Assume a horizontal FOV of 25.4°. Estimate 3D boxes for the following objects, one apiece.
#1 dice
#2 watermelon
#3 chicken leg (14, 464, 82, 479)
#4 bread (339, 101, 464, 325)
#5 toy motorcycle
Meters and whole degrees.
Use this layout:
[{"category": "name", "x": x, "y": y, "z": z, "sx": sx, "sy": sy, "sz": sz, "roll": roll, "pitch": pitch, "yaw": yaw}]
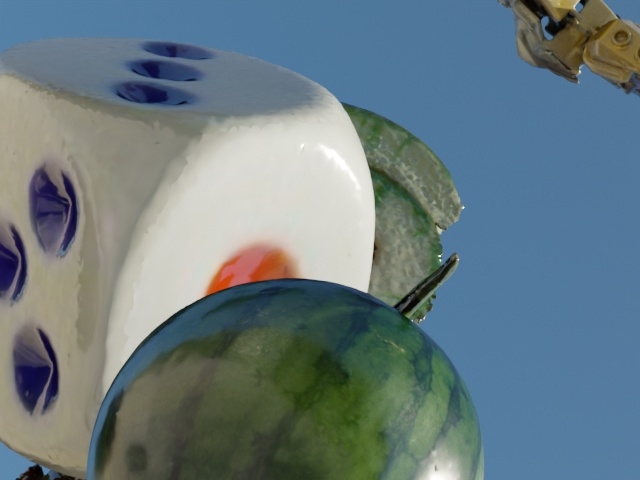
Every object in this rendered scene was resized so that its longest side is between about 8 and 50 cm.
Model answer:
[{"category": "dice", "x": -0.148, "y": 0.005, "z": 1.192, "sx": 0.304, "sy": 0.277, "sz": 0.304, "roll": 26, "pitch": -64, "yaw": 44}, {"category": "watermelon", "x": -0.012, "y": 0.103, "z": 0.699, "sx": 0.188, "sy": 0.214, "sz": 0.188, "roll": 18, "pitch": -41, "yaw": 16}, {"category": "chicken leg", "x": -0.194, "y": 0.308, "z": 1.215, "sx": 0.211, "sy": 0.361, "sz": 0.140, "roll": 23, "pitch": -40, "yaw": -17}, {"category": "bread", "x": 0.000, "y": 0.000, "z": 1.692, "sx": 0.366, "sy": 0.382, "sz": 0.129, "roll": 60, "pitch": -29, "yaw": 28}, {"category": "toy motorcycle", "x": 0.224, "y": -0.208, "z": 1.296, "sx": 0.094, "sy": 0.130, "sz": 0.229, "roll": -45, "pitch": -116, "yaw": -5}]
